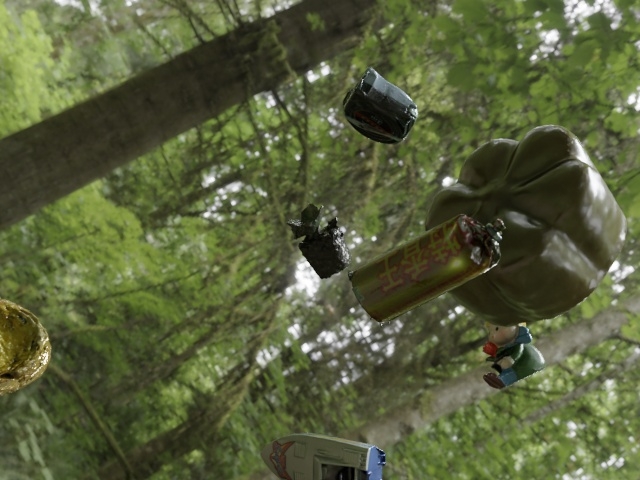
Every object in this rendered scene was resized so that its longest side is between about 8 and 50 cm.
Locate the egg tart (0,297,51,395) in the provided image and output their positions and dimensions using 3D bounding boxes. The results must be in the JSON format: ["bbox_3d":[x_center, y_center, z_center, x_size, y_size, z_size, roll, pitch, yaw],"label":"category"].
[{"bbox_3d":[-0.741,0.247,1.750,0.291,0.290,0.107,48,-52,28],"label":"egg tart"}]

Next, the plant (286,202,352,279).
[{"bbox_3d":[0.000,0.000,2.221,0.131,0.142,0.203,-71,140,-62],"label":"plant"}]

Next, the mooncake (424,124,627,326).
[{"bbox_3d":[0.467,-0.039,1.869,0.262,0.467,0.467,40,-8,-34],"label":"mooncake"}]

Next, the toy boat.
[{"bbox_3d":[-0.010,0.468,1.644,0.295,0.088,0.129,1,-90,36],"label":"toy boat"}]

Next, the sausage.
[{"bbox_3d":[0.203,0.046,1.428,0.317,0.117,0.125,-30,-99,34],"label":"sausage"}]

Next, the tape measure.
[{"bbox_3d":[0.146,-0.321,1.949,0.182,0.107,0.181,32,-17,-12],"label":"tape measure"}]

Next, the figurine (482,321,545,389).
[{"bbox_3d":[0.508,0.285,2.215,0.127,0.185,0.234,72,-7,-78],"label":"figurine"}]
